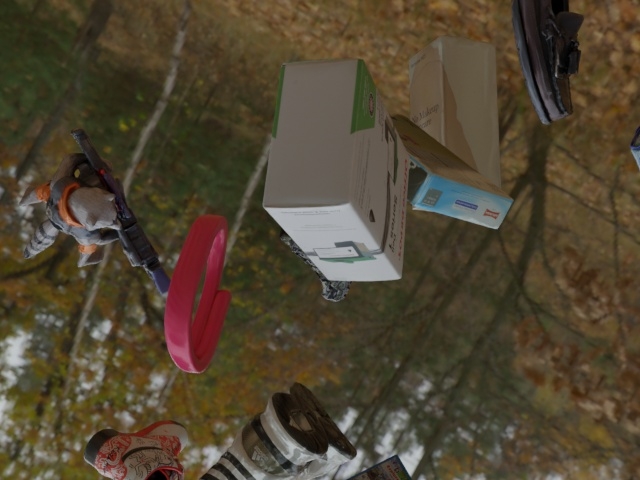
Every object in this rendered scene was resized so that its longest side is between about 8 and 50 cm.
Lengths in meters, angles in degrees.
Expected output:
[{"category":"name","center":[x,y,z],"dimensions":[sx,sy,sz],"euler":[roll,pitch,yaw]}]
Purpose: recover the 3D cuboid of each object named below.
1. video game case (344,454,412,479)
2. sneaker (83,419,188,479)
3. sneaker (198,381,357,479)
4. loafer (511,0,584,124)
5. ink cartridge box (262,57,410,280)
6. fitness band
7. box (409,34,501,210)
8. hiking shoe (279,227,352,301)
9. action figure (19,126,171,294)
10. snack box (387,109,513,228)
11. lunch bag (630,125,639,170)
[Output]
[{"category":"video game case","center":[0.067,0.397,1.349],"dimensions":[0.119,0.166,0.015],"euler":[58,166,34]},{"category":"sneaker","center":[-0.287,0.398,1.669],"dimensions":[0.145,0.090,0.270],"euler":[29,-175,26]},{"category":"sneaker","center":[-0.099,0.393,1.649],"dimensions":[0.169,0.257,0.447],"euler":[51,-178,17]},{"category":"loafer","center":[0.299,-0.306,1.217],"dimensions":[0.095,0.302,0.109],"euler":[-11,-173,25]},{"category":"ink cartridge box","center":[0.025,-0.065,0.978],"dimensions":[0.092,0.160,0.219],"euler":[-1,159,19]},{"category":"fitness band","center":[-0.207,0.088,1.608],"dimensions":[0.054,0.291,0.209],"euler":[4,137,9]},{"category":"box","center":[0.255,-0.218,1.789],"dimensions":[0.121,0.311,0.148],"euler":[4,166,-22]},{"category":"hiking shoe","center":[0.000,0.000,1.370],"dimensions":[0.114,0.086,0.227],"euler":[12,138,9]},{"category":"action figure","center":[-0.433,-0.014,1.732],"dimensions":[0.341,0.178,0.330],"euler":[59,152,-3]},{"category":"snack box","center":[0.138,-0.136,1.484],"dimensions":[0.187,0.060,0.322],"euler":[13,-157,-39]},{"category":"lunch bag","center":[0.612,-0.149,1.636],"dimensions":[0.096,0.151,0.129],"euler":[-12,112,40]}]
